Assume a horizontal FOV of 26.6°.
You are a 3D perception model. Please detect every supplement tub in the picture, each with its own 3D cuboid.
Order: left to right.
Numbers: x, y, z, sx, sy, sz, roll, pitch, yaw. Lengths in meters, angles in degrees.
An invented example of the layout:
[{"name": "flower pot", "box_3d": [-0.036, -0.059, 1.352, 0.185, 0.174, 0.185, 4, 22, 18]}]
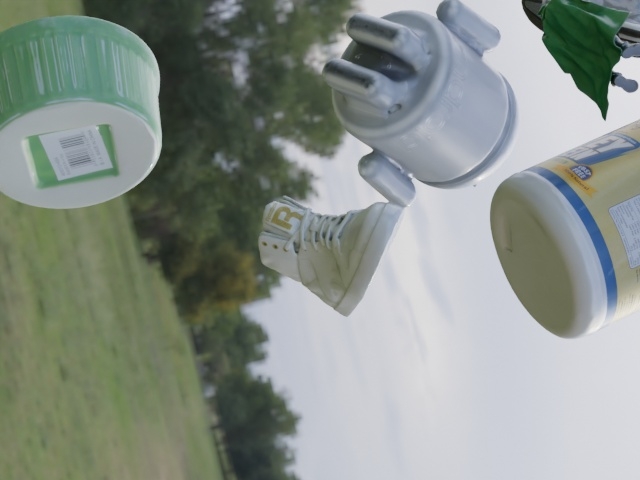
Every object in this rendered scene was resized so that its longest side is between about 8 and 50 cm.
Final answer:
[{"name": "supplement tub", "box_3d": [0.257, -0.019, 1.114, 0.144, 0.200, 0.144, 56, -19, 31]}]

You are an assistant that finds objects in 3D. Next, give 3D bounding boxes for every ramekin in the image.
[{"name": "ramekin", "box_3d": [-0.383, -0.181, 2.040, 0.303, 0.303, 0.148, 86, -9, -57]}]

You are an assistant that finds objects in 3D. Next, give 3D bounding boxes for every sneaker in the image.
[{"name": "sneaker", "box_3d": [0.000, 0.000, 1.731, 0.108, 0.169, 0.292, -60, 180, -24]}, {"name": "sneaker", "box_3d": [0.436, -0.367, 2.090, 0.229, 0.132, 0.086, 24, -24, 26]}]

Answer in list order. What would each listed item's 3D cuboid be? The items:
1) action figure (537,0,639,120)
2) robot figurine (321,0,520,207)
[{"name": "action figure", "box_3d": [0.333, -0.258, 1.708, 0.232, 0.063, 0.137, -122, -140, -57]}, {"name": "robot figurine", "box_3d": [0.154, -0.195, 1.936, 0.200, 0.300, 0.353, 32, 2, 42]}]
